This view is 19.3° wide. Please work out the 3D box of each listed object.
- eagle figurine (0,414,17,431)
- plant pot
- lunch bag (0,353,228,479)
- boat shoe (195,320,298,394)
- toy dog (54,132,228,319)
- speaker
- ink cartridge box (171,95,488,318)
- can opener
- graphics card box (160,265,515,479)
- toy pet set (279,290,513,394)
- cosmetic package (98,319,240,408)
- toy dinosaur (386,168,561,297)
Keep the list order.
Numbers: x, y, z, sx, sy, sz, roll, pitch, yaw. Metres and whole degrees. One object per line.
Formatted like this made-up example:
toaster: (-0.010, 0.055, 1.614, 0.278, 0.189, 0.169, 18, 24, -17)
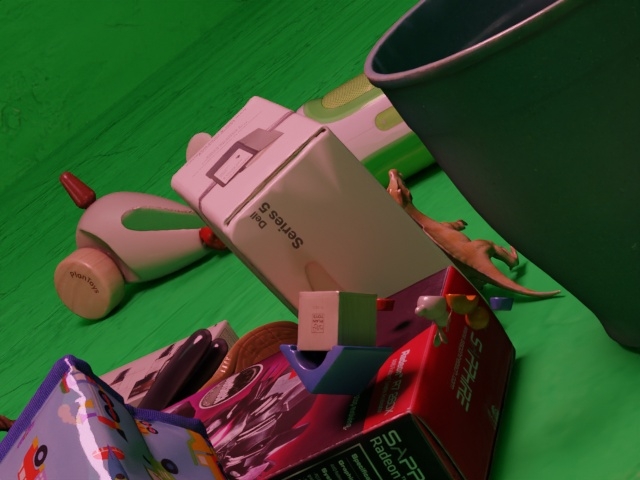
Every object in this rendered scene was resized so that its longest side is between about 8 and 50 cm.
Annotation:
eagle figurine: (-0.360, 0.248, 1.628, 0.226, 0.225, 0.298, 6, -54, -42)
plant pot: (0.211, -0.080, 1.246, 0.271, 0.255, 0.272, -31, 15, 9)
lunch bag: (-0.176, 0.257, 1.135, 0.293, 0.138, 0.221, -44, 42, 14)
boat shoe: (-0.068, 0.127, 1.554, 0.170, 0.063, 0.059, -39, -10, -42)
toy dog: (-0.181, -0.043, 2.142, 0.333, 0.161, 0.220, -28, 16, 21)
speaker: (0.112, -0.143, 1.919, 0.296, 0.131, 0.131, -29, 15, 17)
ink cartridge box: (0.000, 0.000, 1.519, 0.115, 0.198, 0.273, -44, 16, -3)
can opener: (-0.138, 0.155, 1.566, 0.073, 0.059, 0.186, 31, 81, 29)
graphics card box: (-0.051, 0.171, 1.315, 0.371, 0.094, 0.233, -28, 15, 21)
toy pet set: (0.043, 0.067, 1.204, 0.114, 0.065, 0.122, 5, -6, -41)
cosmetic package: (-0.178, 0.156, 1.693, 0.239, 0.060, 0.099, -25, 16, 28)
toy dinosaur: (0.119, 0.015, 1.490, 0.053, 0.183, 0.092, -56, -27, 7)
